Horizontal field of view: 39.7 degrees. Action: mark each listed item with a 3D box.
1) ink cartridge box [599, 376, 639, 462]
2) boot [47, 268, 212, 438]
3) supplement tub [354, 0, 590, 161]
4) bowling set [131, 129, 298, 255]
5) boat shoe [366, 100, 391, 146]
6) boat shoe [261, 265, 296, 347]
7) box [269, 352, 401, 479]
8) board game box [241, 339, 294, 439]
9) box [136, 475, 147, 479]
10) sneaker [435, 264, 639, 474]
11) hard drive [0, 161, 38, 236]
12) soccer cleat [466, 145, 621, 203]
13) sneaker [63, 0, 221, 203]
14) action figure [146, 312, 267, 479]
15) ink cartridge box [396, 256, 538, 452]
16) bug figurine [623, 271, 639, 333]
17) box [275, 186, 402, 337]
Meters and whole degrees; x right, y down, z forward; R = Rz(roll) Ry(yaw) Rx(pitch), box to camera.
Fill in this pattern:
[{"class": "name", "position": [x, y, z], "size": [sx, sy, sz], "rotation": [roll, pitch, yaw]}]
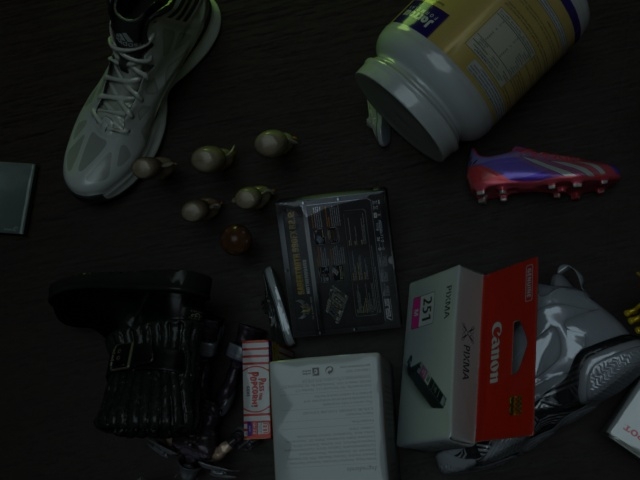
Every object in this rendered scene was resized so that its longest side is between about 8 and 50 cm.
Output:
[{"class": "ink cartridge box", "position": [0.550, 0.253, 1.347], "size": [0.154, 0.093, 0.212], "rotation": [34, 83, 15]}, {"class": "boot", "position": [-0.326, 0.186, 1.435], "size": [0.348, 0.131, 0.260], "rotation": [-6, 74, 36]}, {"class": "supplement tub", "position": [0.242, -0.315, 1.441], "size": [0.331, 0.241, 0.241], "rotation": [-45, 75, -2]}, {"class": "bowling set", "position": [-0.170, -0.076, 1.529], "size": [0.287, 0.154, 0.200], "rotation": [-7, 96, 6]}, {"class": "boat shoe", "position": [0.098, -0.210, 1.553], "size": [0.035, 0.035, 0.100], "rotation": [-13, 79, 34]}, {"class": "boat shoe", "position": [-0.079, 0.115, 1.504], "size": [0.040, 0.049, 0.142], "rotation": [-18, 78, 6]}, {"class": "box", "position": [0.032, 0.356, 1.348], "size": [0.168, 0.215, 0.345], "rotation": [-6, 77, 8]}, {"class": "board game box", "position": [-0.080, 0.239, 1.402], "size": [0.045, 0.193, 0.147], "rotation": [-4, 78, 9]}, {"class": "box", "position": [-0.315, 0.487, 1.428], "size": [0.186, 0.038, 0.145], "rotation": [-36, 114, 1]}, {"class": "sneaker", "position": [0.306, 0.202, 1.382], "size": [0.366, 0.137, 0.210], "rotation": [-36, 61, 12]}, {"class": "hard drive", "position": [-0.578, -0.077, 1.639], "size": [0.094, 0.022, 0.135], "rotation": [4, 79, 10]}, {"class": "soccer cleat", "position": [0.366, -0.118, 1.465], "size": [0.248, 0.083, 0.095], "rotation": [-4, 73, 11]}, {"class": "sneaker", "position": [-0.348, -0.290, 1.525], "size": [0.169, 0.257, 0.448], "rotation": [27, 84, 14]}, {"class": "action figure", "position": [-0.179, 0.272, 1.466], "size": [0.185, 0.099, 0.285], "rotation": [16, 86, 5]}, {"class": "ink cartridge box", "position": [0.218, 0.169, 1.332], "size": [0.060, 0.239, 0.275], "rotation": [20, 64, -27]}, {"class": "bug figurine", "position": [0.605, 0.104, 1.310], "size": [0.279, 0.072, 0.216], "rotation": [-14, 57, -20]}, {"class": "box", "position": [0.032, 0.037, 1.459], "size": [0.183, 0.056, 0.231], "rotation": [-7, 98, 9]}]
